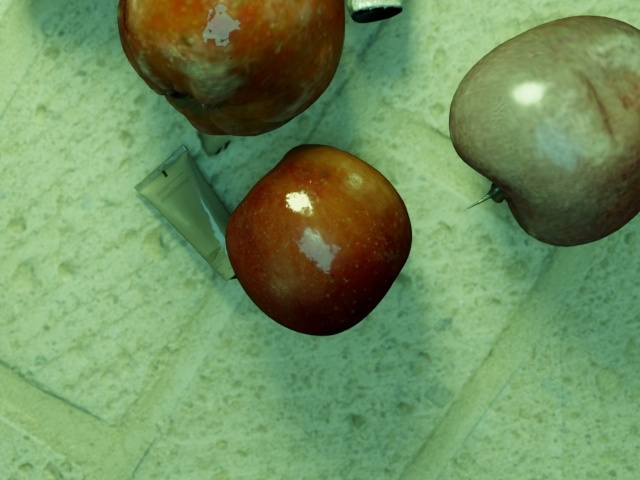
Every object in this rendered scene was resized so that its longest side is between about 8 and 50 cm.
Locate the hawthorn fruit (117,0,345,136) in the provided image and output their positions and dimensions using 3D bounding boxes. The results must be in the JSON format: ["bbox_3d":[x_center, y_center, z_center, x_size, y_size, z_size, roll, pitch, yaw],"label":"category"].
[{"bbox_3d":[-0.096,-0.252,1.603,0.284,0.284,0.284,0,103,2],"label":"hawthorn fruit"}]

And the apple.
[{"bbox_3d":[0.000,0.000,1.685,0.201,0.218,0.218,40,102,1],"label":"apple"}]

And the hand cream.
[{"bbox_3d":[-0.145,-0.022,1.774,0.087,0.054,0.186,-39,93,15],"label":"hand cream"}]

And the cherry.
[{"bbox_3d":[0.293,-0.133,1.647,0.307,0.221,0.261,-44,100,-7],"label":"cherry"}]

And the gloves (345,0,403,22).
[{"bbox_3d":[0.049,-0.370,1.653,0.119,0.097,0.229,-10,104,-35],"label":"gloves"}]
